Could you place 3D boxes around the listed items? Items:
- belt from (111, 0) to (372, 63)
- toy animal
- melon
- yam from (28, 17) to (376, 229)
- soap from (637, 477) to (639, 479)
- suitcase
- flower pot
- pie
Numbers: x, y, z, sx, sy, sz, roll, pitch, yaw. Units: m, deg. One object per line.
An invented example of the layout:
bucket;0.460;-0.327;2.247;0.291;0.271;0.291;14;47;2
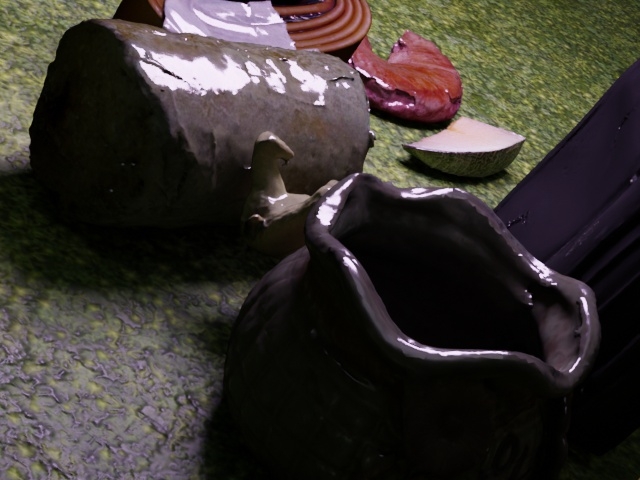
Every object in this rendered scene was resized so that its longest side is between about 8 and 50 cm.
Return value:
belt;-0.094;-0.233;1.522;0.339;0.122;0.217;-19;62;-48
toy animal;0.000;0.000;1.240;0.103;0.101;0.219;45;7;40
melon;0.176;-0.114;1.685;0.098;0.054;0.182;33;29;18
yam;-0.113;-0.102;1.280;0.300;0.195;0.195;1;40;-41
soap;0.369;0.244;1.125;0.199;0.091;0.315;31;51;29
suitcase;0.313;0.008;1.320;0.188;0.345;0.339;33;30;-17
flower pot;0.081;0.106;1.097;0.302;0.213;0.302;21;29;-12
pie;0.091;-0.228;1.781;0.219;0.054;0.204;7;36;-34
